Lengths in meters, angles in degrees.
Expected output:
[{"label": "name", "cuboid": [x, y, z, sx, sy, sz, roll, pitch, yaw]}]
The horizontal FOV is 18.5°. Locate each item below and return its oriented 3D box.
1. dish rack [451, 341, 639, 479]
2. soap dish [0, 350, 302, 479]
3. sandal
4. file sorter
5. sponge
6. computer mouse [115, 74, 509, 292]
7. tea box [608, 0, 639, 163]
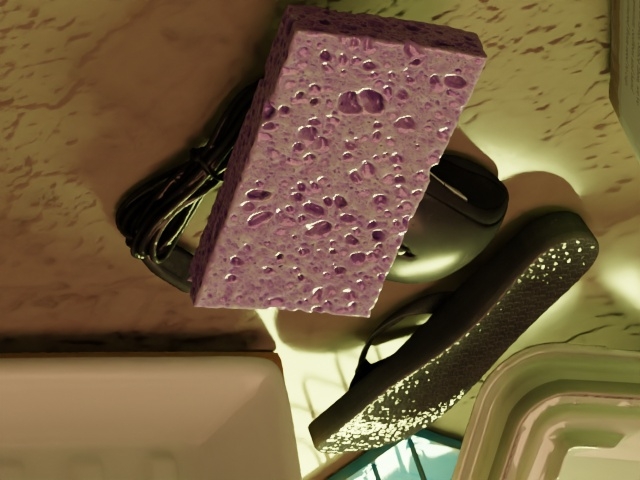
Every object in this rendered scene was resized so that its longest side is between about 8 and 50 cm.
[{"label": "dish rack", "cuboid": [0.257, 0.223, 1.501, 0.332, 0.072, 0.286, 5, 115, -20]}, {"label": "soap dish", "cuboid": [-0.150, 0.192, 1.313, 0.290, 0.229, 0.118, 1, 158, -29]}, {"label": "sandal", "cuboid": [0.091, 0.065, 1.406, 0.254, 0.054, 0.097, -42, 149, 16]}, {"label": "file sorter", "cuboid": [0.059, 0.245, 1.591, 0.170, 0.104, 0.118, -37, 142, 26]}, {"label": "sponge", "cuboid": [0.006, -0.040, 1.150, 0.117, 0.031, 0.210, 6, 129, -21]}, {"label": "computer mouse", "cuboid": [0.000, 0.000, 1.246, 0.184, 0.060, 0.262, -38, 143, 24]}, {"label": "tea box", "cuboid": [0.343, -0.141, 1.071, 0.323, 0.220, 0.329, -17, 146, -5]}]
